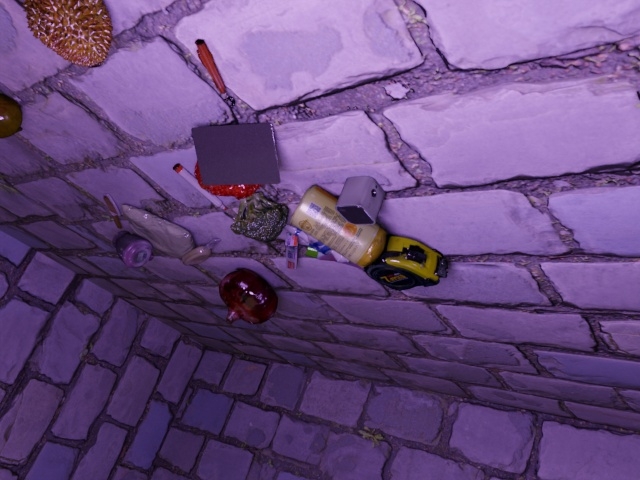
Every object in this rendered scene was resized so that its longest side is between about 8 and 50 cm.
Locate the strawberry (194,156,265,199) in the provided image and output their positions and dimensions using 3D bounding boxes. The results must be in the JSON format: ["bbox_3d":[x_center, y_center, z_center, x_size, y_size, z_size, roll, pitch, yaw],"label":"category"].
[{"bbox_3d":[-0.255,-0.171,1.351,0.228,0.098,0.174,6,150,28],"label":"strawberry"}]

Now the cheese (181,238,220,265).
[{"bbox_3d":[-0.422,0.038,1.958,0.097,0.037,0.192,-2,157,-48],"label":"cheese"}]

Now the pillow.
[{"bbox_3d":[-0.592,-0.013,2.002,0.275,0.076,0.280,23,156,3],"label":"pillow"}]

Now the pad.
[{"bbox_3d":[-0.195,-0.194,1.235,0.212,0.003,0.142,2,114,23],"label":"pad"}]

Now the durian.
[{"bbox_3d":[-0.460,-0.401,1.002,0.158,0.137,0.168,27,158,46],"label":"durian"}]

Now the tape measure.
[{"bbox_3d":[0.212,0.054,1.432,0.186,0.112,0.199,26,151,-28],"label":"tape measure"}]

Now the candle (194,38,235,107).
[{"bbox_3d":[-0.209,-0.329,1.075,0.026,0.021,0.167,-7,149,11],"label":"candle"}]

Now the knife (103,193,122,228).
[{"bbox_3d":[-0.764,-0.109,2.007,0.046,0.022,0.256,26,153,7],"label":"knife"}]

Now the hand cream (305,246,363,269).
[{"bbox_3d":[0.093,0.059,1.631,0.275,0.050,0.079,15,-179,1],"label":"hand cream"}]

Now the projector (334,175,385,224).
[{"bbox_3d":[0.093,-0.091,1.250,0.083,0.082,0.083,1,149,39],"label":"projector"}]

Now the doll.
[{"bbox_3d":[0.000,0.000,1.561,0.227,0.057,0.114,35,148,-8],"label":"doll"}]

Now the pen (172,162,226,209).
[{"bbox_3d":[-0.343,-0.149,1.565,0.026,0.026,0.218,1,149,39],"label":"pen"}]

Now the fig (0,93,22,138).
[{"bbox_3d":[-0.908,-0.341,1.546,0.124,0.124,0.236,28,168,-13],"label":"fig"}]

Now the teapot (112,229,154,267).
[{"bbox_3d":[-0.690,0.021,1.999,0.146,0.148,0.116,34,120,30],"label":"teapot"}]

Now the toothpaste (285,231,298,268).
[{"bbox_3d":[-0.091,0.035,1.728,0.040,0.047,0.196,6,155,0],"label":"toothpaste"}]

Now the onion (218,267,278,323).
[{"bbox_3d":[-0.288,0.231,2.091,0.252,0.219,0.252,24,152,14],"label":"onion"}]

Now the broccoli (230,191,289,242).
[{"bbox_3d":[-0.169,-0.058,1.480,0.162,0.137,0.146,-24,175,16],"label":"broccoli"}]

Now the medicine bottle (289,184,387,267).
[{"bbox_3d":[0.050,-0.032,1.337,0.239,0.124,0.124,31,156,-3],"label":"medicine bottle"}]
